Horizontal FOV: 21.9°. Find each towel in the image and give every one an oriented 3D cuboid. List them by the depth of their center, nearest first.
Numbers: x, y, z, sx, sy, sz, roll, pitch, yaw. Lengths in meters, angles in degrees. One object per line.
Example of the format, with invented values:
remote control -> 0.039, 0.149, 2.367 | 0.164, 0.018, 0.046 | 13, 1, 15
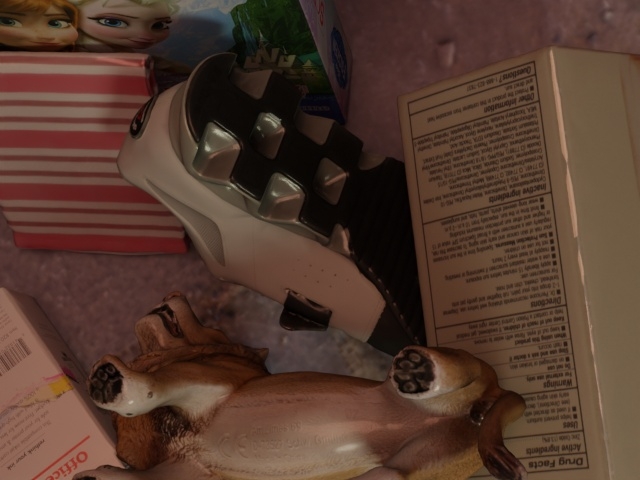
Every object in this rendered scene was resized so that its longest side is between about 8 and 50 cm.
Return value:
towel -> -0.177, -0.064, 1.216 | 0.144, 0.197, 0.029 | 2, 45, 10

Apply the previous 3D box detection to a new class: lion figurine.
lion figurine -> -0.001, 0.119, 1.071 | 0.392, 0.240, 0.142 | 5, 91, 32

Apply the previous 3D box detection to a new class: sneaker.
sneaker -> 0.000, 0.000, 1.180 | 0.330, 0.146, 0.122 | 40, 55, -21

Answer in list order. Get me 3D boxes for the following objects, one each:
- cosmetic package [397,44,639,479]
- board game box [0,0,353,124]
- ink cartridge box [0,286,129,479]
cosmetic package -> 0.160, 0.032, 1.111 | 0.153, 0.129, 0.296 | -12, 81, 48
board game box -> -0.157, -0.168, 1.150 | 0.319, 0.318, 0.066 | 0, 71, 11
ink cartridge box -> -0.218, 0.148, 1.241 | 0.115, 0.067, 0.198 | -37, 75, 3
